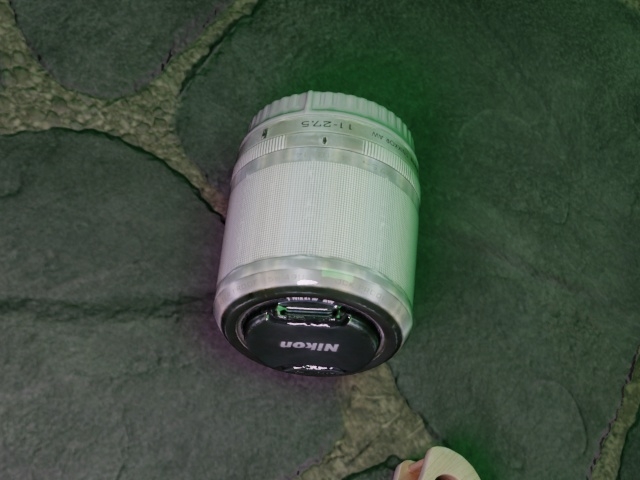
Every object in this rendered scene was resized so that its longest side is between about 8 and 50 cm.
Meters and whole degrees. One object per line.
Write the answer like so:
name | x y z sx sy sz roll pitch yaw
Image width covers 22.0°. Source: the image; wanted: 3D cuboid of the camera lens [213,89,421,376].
camera lens | 0.000 0.000 1.850 0.219 0.219 0.274 19 55 -20

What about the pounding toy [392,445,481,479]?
pounding toy | 0.127 0.305 1.793 0.269 0.155 0.154 -14 76 -35
